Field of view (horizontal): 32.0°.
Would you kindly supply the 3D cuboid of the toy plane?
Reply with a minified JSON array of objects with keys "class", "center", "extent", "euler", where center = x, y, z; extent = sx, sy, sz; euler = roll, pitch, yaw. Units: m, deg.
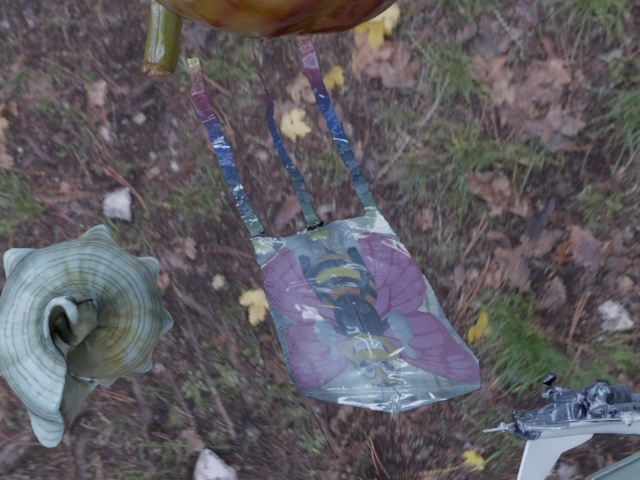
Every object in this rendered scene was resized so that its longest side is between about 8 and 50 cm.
[{"class":"toy plane","center":[0.241,0.146,0.961],"extent":[0.234,0.160,0.082],"euler":[-14,87,-33]}]

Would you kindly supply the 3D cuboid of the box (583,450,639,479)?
[{"class":"box","center":[0.412,0.335,1.378],"extent":[0.172,0.093,0.124],"euler":[-18,112,-26]}]

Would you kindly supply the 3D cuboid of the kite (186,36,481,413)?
[{"class":"kite","center":[-0.002,0.002,0.937],"extent":[0.204,0.022,0.360],"euler":[-10,113,36]}]

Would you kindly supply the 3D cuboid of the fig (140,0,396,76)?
[{"class":"fig","center":[-0.038,-0.160,0.426],"extent":[0.175,0.207,0.175],"euler":[-1,93,-24]}]

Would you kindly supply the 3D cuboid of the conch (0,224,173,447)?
[{"class":"conch","center":[-0.176,0.061,0.743],"extent":[0.114,0.234,0.137],"euler":[21,102,11]}]
